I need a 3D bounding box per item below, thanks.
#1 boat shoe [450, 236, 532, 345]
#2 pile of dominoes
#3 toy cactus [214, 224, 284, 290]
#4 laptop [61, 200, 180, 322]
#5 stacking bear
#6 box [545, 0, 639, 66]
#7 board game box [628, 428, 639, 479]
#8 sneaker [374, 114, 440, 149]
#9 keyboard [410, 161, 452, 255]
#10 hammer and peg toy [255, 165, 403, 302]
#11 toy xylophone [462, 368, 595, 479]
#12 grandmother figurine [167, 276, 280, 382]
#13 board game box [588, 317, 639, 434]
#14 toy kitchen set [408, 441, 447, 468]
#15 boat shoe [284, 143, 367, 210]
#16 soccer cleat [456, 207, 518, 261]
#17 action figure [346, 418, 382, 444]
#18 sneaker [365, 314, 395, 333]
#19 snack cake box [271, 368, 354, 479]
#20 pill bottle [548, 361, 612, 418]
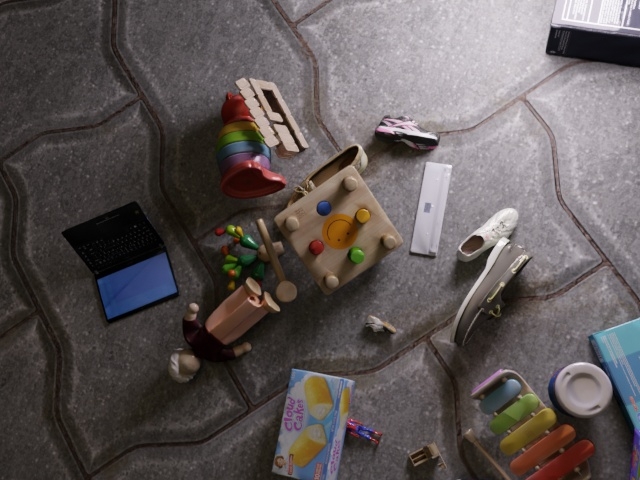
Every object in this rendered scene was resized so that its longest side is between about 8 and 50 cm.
[{"bbox_3d":[0.428,0.139,1.853,0.091,0.109,0.305,28,80,20],"label":"boat shoe"},{"bbox_3d":[-0.147,-0.342,2.044,0.040,0.196,0.251,-38,71,30],"label":"pile of dominoes"},{"bbox_3d":[-0.190,0.042,2.008,0.180,0.112,0.219,-20,66,-4],"label":"toy cactus"},{"bbox_3d":[-0.555,0.063,2.046,0.234,0.264,0.137,-22,38,5],"label":"laptop"},{"bbox_3d":[-0.213,-0.278,2.051,0.164,0.175,0.289,-21,63,28],"label":"stacking bear"},{"bbox_3d":[0.770,-0.635,1.920,0.293,0.183,0.297,13,82,15],"label":"box"},{"bbox_3d":[0.815,0.620,1.645,0.233,0.078,0.347,6,92,12],"label":"board game box"},{"bbox_3d":[0.243,-0.307,2.011,0.178,0.072,0.077,14,70,8],"label":"sneaker"},{"bbox_3d":[0.299,-0.087,1.980,0.072,0.014,0.256,8,79,18],"label":"keyboard"},{"bbox_3d":[0.000,0.000,1.914,0.361,0.127,0.266,-34,99,2],"label":"hammer and peg toy"},{"bbox_3d":[0.482,0.475,1.748,0.322,0.081,0.236,44,108,18],"label":"toy xylophone"},{"bbox_3d":[-0.279,0.247,1.948,0.208,0.104,0.342,44,101,-8],"label":"grandmother figurine"},{"bbox_3d":[0.856,0.287,1.751,0.335,0.079,0.254,-21,75,6],"label":"board game box"},{"bbox_3d":[0.264,0.544,1.806,0.075,0.083,0.068,-29,73,4],"label":"toy kitchen set"},{"bbox_3d":[0.007,-0.159,2.011,0.285,0.089,0.104,-46,74,-1],"label":"boat shoe"},{"bbox_3d":[0.436,-0.014,1.902,0.196,0.076,0.068,-39,73,0],"label":"soccer cleat"},{"bbox_3d":[0.100,0.486,1.882,0.115,0.030,0.038,19,85,17],"label":"action figure"},{"bbox_3d":[0.157,0.230,1.929,0.083,0.032,0.037,27,98,20],"label":"sneaker"},{"bbox_3d":[-0.018,0.471,1.864,0.152,0.089,0.265,7,79,21],"label":"snack cake box"},{"bbox_3d":[0.598,0.351,1.713,0.124,0.221,0.124,-2,77,10],"label":"pill bottle"}]
